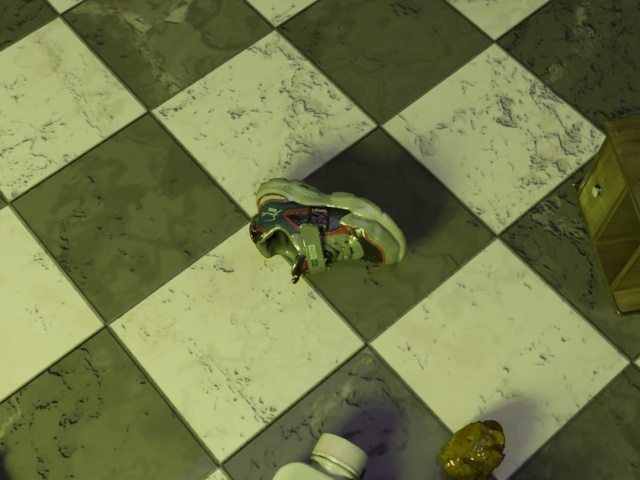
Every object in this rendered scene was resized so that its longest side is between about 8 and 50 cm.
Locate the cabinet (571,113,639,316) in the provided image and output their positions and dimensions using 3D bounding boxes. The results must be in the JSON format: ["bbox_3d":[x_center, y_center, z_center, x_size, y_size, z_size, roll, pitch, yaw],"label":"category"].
[{"bbox_3d":[0.448,-0.037,1.199,0.148,0.175,0.215,-9,64,-5],"label":"cabinet"}]

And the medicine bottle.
[{"bbox_3d":[-0.011,0.325,1.071,0.119,0.069,0.183,24,66,13],"label":"medicine bottle"}]

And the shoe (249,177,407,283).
[{"bbox_3d":[0.000,0.000,1.218,0.227,0.099,0.125,18,56,15],"label":"shoe"}]

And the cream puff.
[{"bbox_3d":[0.194,0.262,1.114,0.058,0.083,0.083,43,50,-23],"label":"cream puff"}]
